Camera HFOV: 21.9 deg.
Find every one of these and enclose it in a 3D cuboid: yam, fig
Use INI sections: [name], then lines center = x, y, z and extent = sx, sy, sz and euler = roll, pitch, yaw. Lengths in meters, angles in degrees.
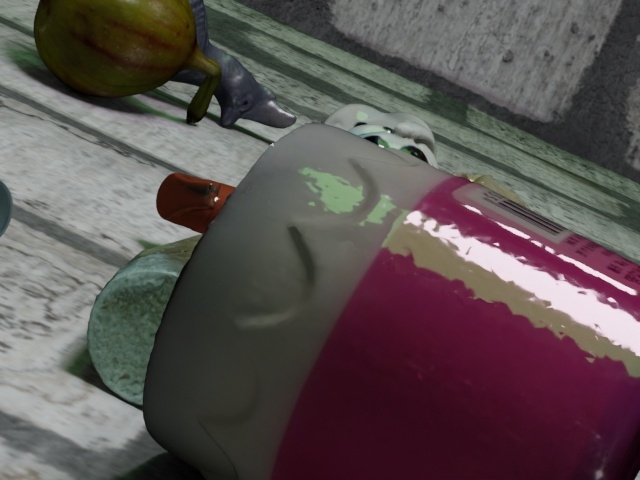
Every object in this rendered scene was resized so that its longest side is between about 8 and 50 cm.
[yam]
center = -0.076, 0.032, 0.876
extent = 0.068, 0.068, 0.169
euler = 24, 12, -1
[fig]
center = -0.169, -0.187, 1.508
extent = 0.186, 0.148, 0.142
euler = 22, 19, -10

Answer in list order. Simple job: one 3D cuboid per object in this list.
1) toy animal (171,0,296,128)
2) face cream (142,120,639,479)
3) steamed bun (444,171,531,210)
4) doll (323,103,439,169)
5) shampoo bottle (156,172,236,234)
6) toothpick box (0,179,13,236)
[toy animal]
center = -0.178, -0.242, 1.607
extent = 0.205, 0.367, 0.081
euler = -20, 25, 0
[face cream]
center = 0.046, 0.061, 0.722
extent = 0.195, 0.175, 0.175
euler = 28, 12, 17
[steamed bun]
center = 0.082, 0.029, 1.021
extent = 0.218, 0.144, 0.211
euler = 26, 11, 5
[doll]
center = 0.051, -0.060, 1.454
extent = 0.110, 0.107, 0.181
euler = 12, 12, -5
[shampoo bottle]
center = -0.001, 0.000, 1.141
extent = 0.244, 0.085, 0.085
euler = 17, 14, -34
[toothpick box]
center = -0.213, -0.032, 0.926
extent = 0.052, 0.052, 0.083
euler = 13, 17, -43
